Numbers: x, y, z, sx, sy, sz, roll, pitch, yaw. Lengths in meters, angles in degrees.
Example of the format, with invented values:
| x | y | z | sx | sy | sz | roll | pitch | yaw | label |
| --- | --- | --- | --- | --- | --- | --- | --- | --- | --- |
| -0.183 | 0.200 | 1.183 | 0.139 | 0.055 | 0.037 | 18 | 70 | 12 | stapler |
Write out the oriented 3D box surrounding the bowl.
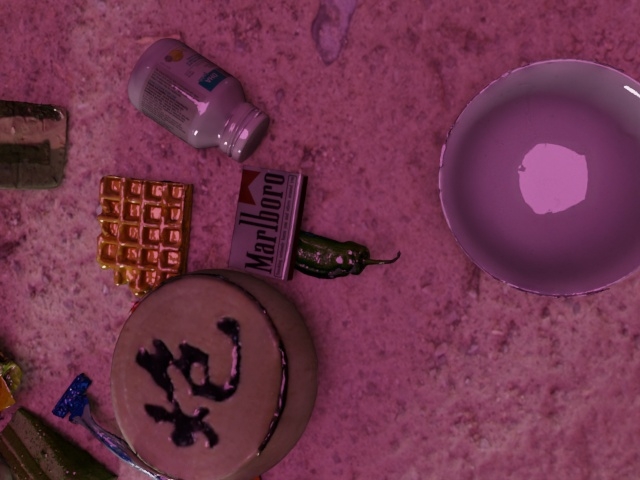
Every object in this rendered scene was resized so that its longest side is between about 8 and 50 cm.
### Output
| x | y | z | sx | sy | sz | roll | pitch | yaw | label |
| --- | --- | --- | --- | --- | --- | --- | --- | --- | --- |
| 0.353 | -0.094 | 1.073 | 0.345 | 0.157 | 0.346 | 1 | 95 | 9 | bowl |

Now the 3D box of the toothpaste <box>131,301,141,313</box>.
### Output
| x | y | z | sx | sy | sz | roll | pitch | yaw | label |
| --- | --- | --- | --- | --- | --- | --- | --- | --- | --- |
| -0.325 | 0.207 | 1.264 | 0.048 | 0.031 | 0.191 | 5 | 92 | 11 | toothpaste |

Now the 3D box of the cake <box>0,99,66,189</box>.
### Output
| x | y | z | sx | sy | sz | roll | pitch | yaw | label |
| --- | --- | --- | --- | --- | --- | --- | --- | --- | --- |
| -0.526 | -0.160 | 1.150 | 0.172 | 0.283 | 0.158 | 2 | 95 | -8 | cake |

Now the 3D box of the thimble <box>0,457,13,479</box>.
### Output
| x | y | z | sx | sy | sz | roll | pitch | yaw | label |
| --- | --- | --- | --- | --- | --- | --- | --- | --- | --- |
| -0.717 | 0.499 | 1.263 | 0.291 | 0.195 | 0.292 | 1 | 95 | 13 | thimble |

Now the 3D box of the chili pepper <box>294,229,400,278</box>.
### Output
| x | y | z | sx | sy | sz | roll | pitch | yaw | label |
| --- | --- | --- | --- | --- | --- | --- | --- | --- | --- |
| 0.000 | 0.001 | 1.173 | 0.278 | 0.065 | 0.122 | 29 | 116 | 18 | chili pepper |

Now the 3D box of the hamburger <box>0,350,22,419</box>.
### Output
| x | y | z | sx | sy | sz | roll | pitch | yaw | label |
| --- | --- | --- | --- | --- | --- | --- | --- | --- | --- |
| -0.627 | 0.256 | 1.280 | 0.189 | 0.093 | 0.164 | -14 | 94 | 11 | hamburger |

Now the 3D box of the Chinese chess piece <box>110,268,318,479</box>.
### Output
| x | y | z | sx | sy | sz | roll | pitch | yaw | label |
| --- | --- | --- | --- | --- | --- | --- | --- | --- | --- |
| -0.176 | 0.220 | 1.141 | 0.349 | 0.146 | 0.350 | -4 | 80 | 21 | Chinese chess piece |

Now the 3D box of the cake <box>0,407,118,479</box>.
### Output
| x | y | z | sx | sy | sz | roll | pitch | yaw | label |
| --- | --- | --- | --- | --- | --- | --- | --- | --- | --- |
| -0.500 | 0.408 | 1.271 | 0.235 | 0.099 | 0.100 | 35 | 97 | 5 | cake |

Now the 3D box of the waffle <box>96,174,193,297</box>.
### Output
| x | y | z | sx | sy | sz | roll | pitch | yaw | label |
| --- | --- | --- | --- | --- | --- | --- | --- | --- | --- |
| -0.313 | -0.004 | 1.233 | 0.160 | 0.055 | 0.211 | 8 | 96 | 7 | waffle |

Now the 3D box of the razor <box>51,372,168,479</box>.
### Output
| x | y | z | sx | sy | sz | roll | pitch | yaw | label |
| --- | --- | --- | --- | --- | --- | --- | --- | --- | --- |
| -0.346 | 0.381 | 1.268 | 0.324 | 0.056 | 0.093 | 39 | 97 | 3 | razor |

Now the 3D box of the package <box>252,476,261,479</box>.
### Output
| x | y | z | sx | sy | sz | roll | pitch | yaw | label |
| --- | --- | --- | --- | --- | --- | --- | --- | --- | --- |
| -0.150 | 0.463 | 1.254 | 0.110 | 0.033 | 0.077 | -14 | 82 | 5 | package |

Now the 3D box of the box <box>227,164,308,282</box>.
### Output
| x | y | z | sx | sy | sz | roll | pitch | yaw | label |
| --- | --- | --- | --- | --- | --- | --- | --- | --- | --- |
| -0.088 | -0.029 | 1.158 | 0.115 | 0.036 | 0.178 | 11 | 96 | 24 | box |

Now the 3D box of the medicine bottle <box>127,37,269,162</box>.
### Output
| x | y | z | sx | sy | sz | roll | pitch | yaw | label |
| --- | --- | --- | --- | --- | --- | --- | --- | --- | --- |
| -0.195 | -0.224 | 1.157 | 0.215 | 0.135 | 0.135 | 34 | 98 | 5 | medicine bottle |
